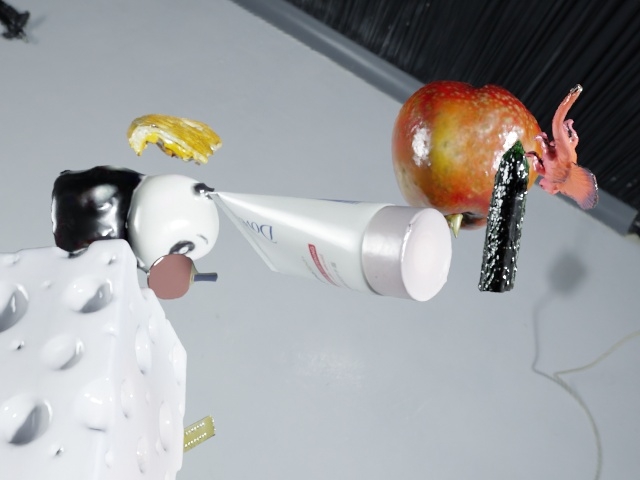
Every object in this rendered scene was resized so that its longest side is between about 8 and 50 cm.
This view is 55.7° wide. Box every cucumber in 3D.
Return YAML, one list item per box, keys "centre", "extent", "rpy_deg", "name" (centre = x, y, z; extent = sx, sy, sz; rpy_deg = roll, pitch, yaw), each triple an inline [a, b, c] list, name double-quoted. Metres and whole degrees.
- centre: [0.352, -0.042, 1.158]
  extent: [0.072, 0.072, 0.300]
  rpy_deg: [-1, 105, -14]
  name: "cucumber"

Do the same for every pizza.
- centre: [-0.312, -0.220, 1.325]
  extent: [0.182, 0.365, 0.073]
  rpy_deg: [28, 104, -3]
  name: "pizza"

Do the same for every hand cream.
- centre: [0.000, 0.000, 0.596]
  extent: [0.083, 0.248, 0.133]
  rpy_deg: [-56, 130, -28]
  name: "hand cream"

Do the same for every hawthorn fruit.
- centre: [0.365, -0.194, 1.555]
  extent: [0.403, 0.403, 0.402]
  rpy_deg: [6, 63, -11]
  name: "hawthorn fruit"

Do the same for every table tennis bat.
- centre: [-0.146, 0.039, 0.646]
  extent: [0.083, 0.007, 0.050]
  rpy_deg: [5, 98, -44]
  name: "table tennis bat"

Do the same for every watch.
- centre: [-0.340, 0.438, 1.250]
  extent: [0.165, 0.268, 0.102]
  rpy_deg: [-25, 80, 14]
  name: "watch"

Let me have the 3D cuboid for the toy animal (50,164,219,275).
- centre: [-0.364, -0.040, 1.228]
  extent: [0.310, 0.251, 0.250]
  rpy_deg: [-4, 65, -13]
  name: "toy animal"

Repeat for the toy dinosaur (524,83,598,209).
- centre: [0.402, -0.120, 0.966]
  extent: [0.070, 0.286, 0.138]
  rpy_deg: [-26, 72, 0]
  name: "toy dinosaur"

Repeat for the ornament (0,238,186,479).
- centre: [-0.274, 0.171, 0.567]
  extent: [0.239, 0.239, 0.239]
  rpy_deg: [-6, 54, -1]
  name: "ornament"
